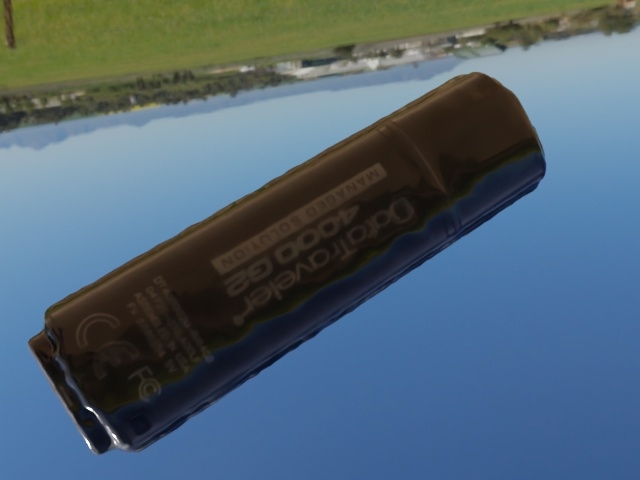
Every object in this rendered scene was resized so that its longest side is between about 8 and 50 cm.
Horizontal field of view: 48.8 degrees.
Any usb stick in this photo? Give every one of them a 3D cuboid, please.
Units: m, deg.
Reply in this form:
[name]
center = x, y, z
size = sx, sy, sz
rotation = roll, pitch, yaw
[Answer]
[usb stick]
center = 0.000, 0.000, 0.349
size = 0.278, 0.077, 0.045
rotation = -32, 178, -21
